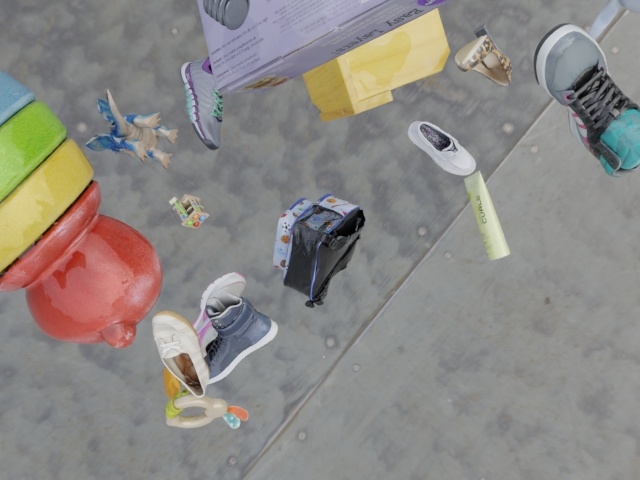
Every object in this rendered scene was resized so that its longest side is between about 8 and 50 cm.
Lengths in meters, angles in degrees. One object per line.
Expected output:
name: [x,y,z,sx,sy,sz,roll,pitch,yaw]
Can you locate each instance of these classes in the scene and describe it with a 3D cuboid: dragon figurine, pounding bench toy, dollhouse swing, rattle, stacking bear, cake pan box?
dragon figurine: [-0.335,-0.183,1.035,0.143,0.289,0.085,14,91,10]
pounding bench toy: [-0.322,-0.070,1.497,0.052,0.083,0.065,-43,64,19]
dollhouse swing: [0.128,-0.560,1.742,0.304,0.315,0.347,-26,104,-20]
rattle: [-0.291,0.397,1.568,0.199,0.143,0.130,-3,118,-16]
stacking bear: [-0.252,-0.027,0.497,0.164,0.175,0.289,-37,114,15]
cake pan box: [-0.012,-0.276,0.500,0.070,0.266,0.246,-15,91,-46]

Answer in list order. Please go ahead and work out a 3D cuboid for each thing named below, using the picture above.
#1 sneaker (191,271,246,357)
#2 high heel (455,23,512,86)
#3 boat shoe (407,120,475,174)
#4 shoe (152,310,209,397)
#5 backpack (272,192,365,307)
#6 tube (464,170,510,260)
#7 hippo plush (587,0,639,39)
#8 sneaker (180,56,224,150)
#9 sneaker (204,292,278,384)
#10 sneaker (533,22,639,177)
sneaker: [-0.247,0.201,1.533,0.111,0.103,0.252,28,87,30]
high heel: [0.455,-0.461,1.682,0.186,0.093,0.261,54,42,-18]
boat shoe: [0.284,-0.211,1.407,0.184,0.063,0.066,39,85,-12]
shoe: [-0.276,0.230,1.247,0.076,0.219,0.058,-15,35,7]
backpack: [0.000,0.000,1.727,0.213,0.277,0.263,34,43,19]
tube: [0.450,-0.066,1.698,0.070,0.062,0.240,-20,85,33]
hippo plush: [0.488,-0.444,0.864,0.236,0.294,0.235,26,86,-37]
sneaker: [-0.243,-0.315,1.383,0.098,0.083,0.224,-22,75,15]
sneaker: [-0.230,0.214,1.379,0.226,0.163,0.086,-39,39,5]
sneaker: [0.449,-0.198,0.967,0.124,0.295,0.178,-43,43,13]
